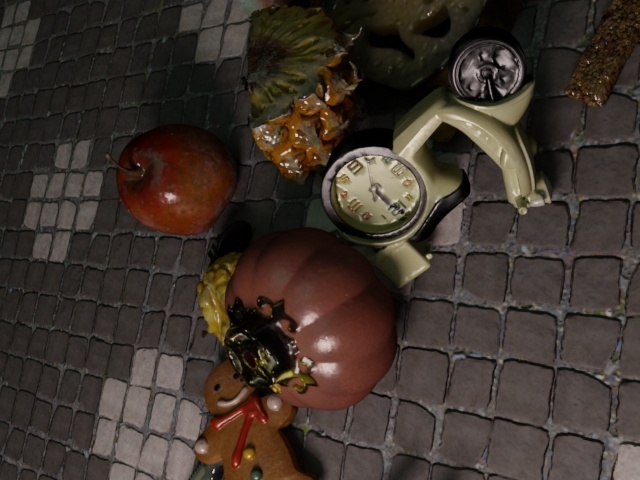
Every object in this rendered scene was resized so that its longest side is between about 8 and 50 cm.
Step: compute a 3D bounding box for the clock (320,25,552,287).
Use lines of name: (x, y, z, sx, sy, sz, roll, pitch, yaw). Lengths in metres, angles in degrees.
clock: (0.184, -0.108, 1.031, 0.379, 0.276, 0.120, -34, 21, 29)

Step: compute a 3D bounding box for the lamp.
lamp: (-0.030, 0.133, 1.087, 0.305, 0.239, 0.305, 23, 128, 33)

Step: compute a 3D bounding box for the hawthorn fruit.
hawthorn fruit: (-0.309, -0.128, 1.415, 0.231, 0.263, 0.235, -92, 24, -43)

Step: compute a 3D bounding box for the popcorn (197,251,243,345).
popcorn: (-0.157, 0.112, 1.286, 0.170, 0.180, 0.180, -24, 59, -7)

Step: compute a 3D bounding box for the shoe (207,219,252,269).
shoe: (-0.201, 0.036, 1.384, 0.049, 0.071, 0.179, 29, 99, 42)

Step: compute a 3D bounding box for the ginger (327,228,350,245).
ginger: (0.000, 0.006, 1.259, 0.137, 0.044, 0.057, -10, 54, 33)

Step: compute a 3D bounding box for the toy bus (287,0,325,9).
toy bus: (-0.037, -0.458, 1.396, 0.069, 0.074, 0.162, 11, 82, 31)

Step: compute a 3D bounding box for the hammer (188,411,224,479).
hammer: (-0.204, 0.429, 1.289, 0.159, 0.041, 0.226, 34, 99, 38)

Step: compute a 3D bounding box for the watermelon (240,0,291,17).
watermelon: (-0.061, -0.541, 1.326, 0.241, 0.154, 0.094, -27, 62, 4)

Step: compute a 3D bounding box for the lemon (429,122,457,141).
lemon: (0.197, -0.202, 1.155, 0.062, 0.062, 0.083, -31, 73, 26)

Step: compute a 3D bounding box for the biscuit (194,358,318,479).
biscuit: (-0.133, 0.346, 1.218, 0.205, 0.049, 0.324, -27, 51, 8)

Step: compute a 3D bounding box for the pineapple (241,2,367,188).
pineapple: (0.012, -0.236, 1.209, 0.209, 0.286, 0.344, -15, 51, 13)

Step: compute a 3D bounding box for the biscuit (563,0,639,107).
biscuit: (0.436, -0.294, 1.022, 0.064, 0.034, 0.199, 32, 97, 39)

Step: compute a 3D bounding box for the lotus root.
lotus root: (0.164, -0.425, 1.221, 0.375, 0.111, 0.390, -20, 69, 33)
